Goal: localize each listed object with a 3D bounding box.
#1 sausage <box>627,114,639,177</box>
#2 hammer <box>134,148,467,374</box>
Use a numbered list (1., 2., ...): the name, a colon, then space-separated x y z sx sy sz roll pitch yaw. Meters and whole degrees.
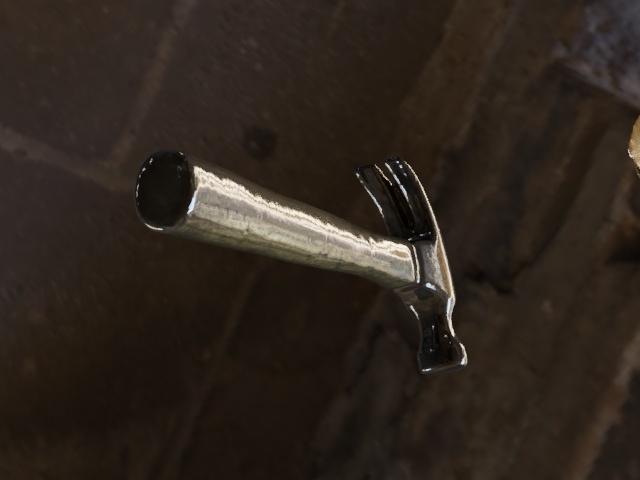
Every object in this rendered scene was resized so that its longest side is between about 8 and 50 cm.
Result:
1. sausage: 0.254 -0.095 0.992 0.234 0.071 0.071 -40 125 -47
2. hammer: 0.000 0.000 1.176 0.044 0.440 0.168 -18 77 21
